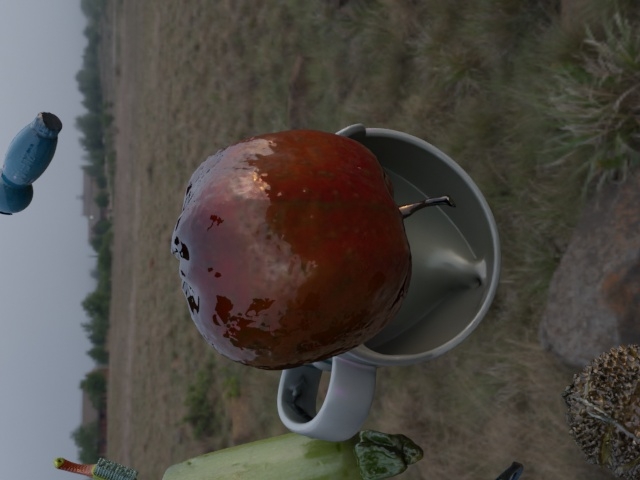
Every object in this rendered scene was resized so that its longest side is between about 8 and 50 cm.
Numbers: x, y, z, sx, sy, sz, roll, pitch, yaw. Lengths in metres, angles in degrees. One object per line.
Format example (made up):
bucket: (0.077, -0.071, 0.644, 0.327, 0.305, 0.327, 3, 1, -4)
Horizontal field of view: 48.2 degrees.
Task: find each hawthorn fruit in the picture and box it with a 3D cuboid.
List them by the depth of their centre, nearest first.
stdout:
hawthorn fruit: (0.000, 0.000, 0.479, 0.157, 0.194, 0.157, 164, 90, -76)

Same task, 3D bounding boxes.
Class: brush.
brush: (-0.222, 0.225, 0.706, 0.019, 0.083, 0.021, -82, 11, -68)

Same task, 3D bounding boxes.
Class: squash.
squash: (-0.023, 0.274, 0.820, 0.137, 0.287, 0.137, -20, -90, -88)

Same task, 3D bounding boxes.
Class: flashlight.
flashlight: (-0.300, -0.076, 0.726, 0.129, 0.051, 0.051, -43, 44, 31)

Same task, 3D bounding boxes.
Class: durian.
durian: (0.195, 0.104, 0.439, 0.091, 0.080, 0.080, -45, 30, 8)

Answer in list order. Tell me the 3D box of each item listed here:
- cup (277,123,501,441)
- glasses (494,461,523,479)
cup: (0.022, 0.053, 0.725, 0.257, 0.219, 0.289, 150, 134, -66)
glasses: (0.179, 0.244, 0.547, 0.239, 0.207, 0.102, 5, -93, -68)
